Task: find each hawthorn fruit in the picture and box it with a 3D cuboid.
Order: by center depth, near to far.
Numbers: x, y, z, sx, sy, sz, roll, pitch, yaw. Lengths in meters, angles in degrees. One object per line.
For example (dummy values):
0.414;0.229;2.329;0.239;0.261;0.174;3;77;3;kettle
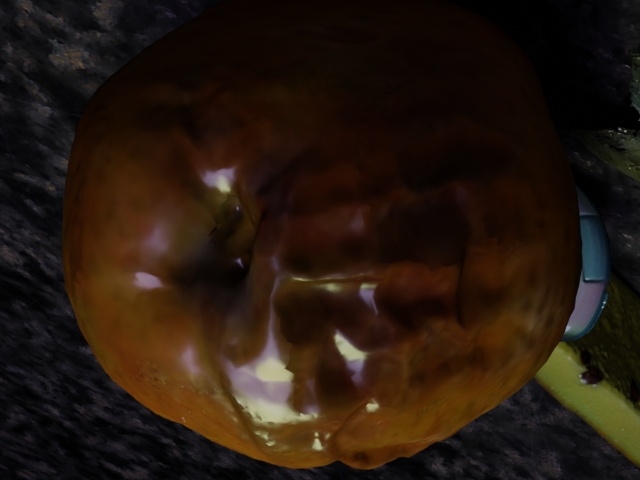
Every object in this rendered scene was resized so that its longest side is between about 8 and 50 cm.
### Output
0.000;0.000;1.369;0.472;0.472;0.472;17;149;10;hawthorn fruit

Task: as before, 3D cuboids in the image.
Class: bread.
0.339;0.151;1.713;0.361;0.138;0.077;40;144;-27;bread

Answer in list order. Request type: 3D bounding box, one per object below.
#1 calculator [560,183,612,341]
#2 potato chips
0.141;0.029;1.590;0.293;0.173;0.051;-9;171;17;calculator
0.307;-0.091;1.415;0.202;0.029;0.220;32;161;-18;potato chips
